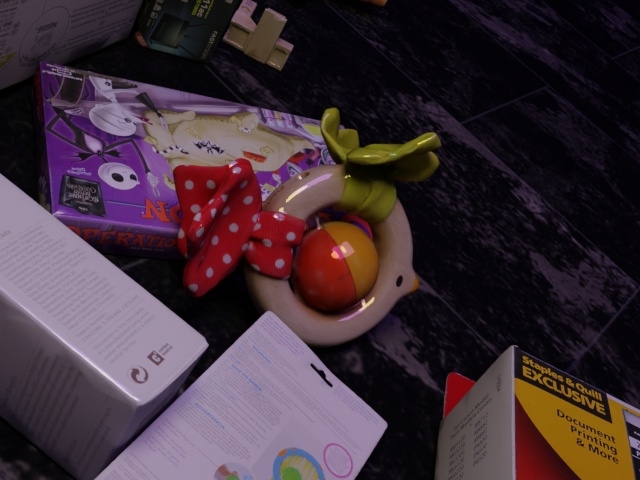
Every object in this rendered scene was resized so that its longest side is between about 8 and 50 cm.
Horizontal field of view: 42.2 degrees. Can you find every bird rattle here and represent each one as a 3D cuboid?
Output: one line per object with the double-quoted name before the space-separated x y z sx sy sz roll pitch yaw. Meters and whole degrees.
"bird rattle" 0.000 0.000 0.724 0.253 0.143 0.207 -33 113 -29

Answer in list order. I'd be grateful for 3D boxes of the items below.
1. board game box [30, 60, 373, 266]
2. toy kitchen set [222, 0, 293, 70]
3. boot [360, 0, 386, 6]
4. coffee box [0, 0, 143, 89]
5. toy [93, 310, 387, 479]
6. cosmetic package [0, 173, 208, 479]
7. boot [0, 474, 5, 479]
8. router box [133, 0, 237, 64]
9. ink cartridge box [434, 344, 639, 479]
"board game box" -0.103 -0.064 0.827 0.347 0.056 0.208 7 49 -30
"toy kitchen set" -0.067 -0.277 1.061 0.083 0.068 0.075 26 38 -10
"boot" 0.031 -0.392 1.255 0.152 0.073 0.197 29 40 -13
"coffee box" -0.342 -0.364 0.736 0.338 0.334 0.338 36 35 3
"toy" -0.057 0.164 0.600 0.137 0.056 0.237 44 34 2
"cosmetic package" -0.205 0.050 0.574 0.231 0.117 0.085 40 37 5
"boot" -0.248 0.153 0.492 0.121 0.045 0.099 47 42 14
"router box" -0.151 -0.267 0.946 0.092 0.122 0.038 10 48 -26
"ink cartridge box" 0.256 0.233 0.696 0.309 0.130 0.272 27 37 -9
